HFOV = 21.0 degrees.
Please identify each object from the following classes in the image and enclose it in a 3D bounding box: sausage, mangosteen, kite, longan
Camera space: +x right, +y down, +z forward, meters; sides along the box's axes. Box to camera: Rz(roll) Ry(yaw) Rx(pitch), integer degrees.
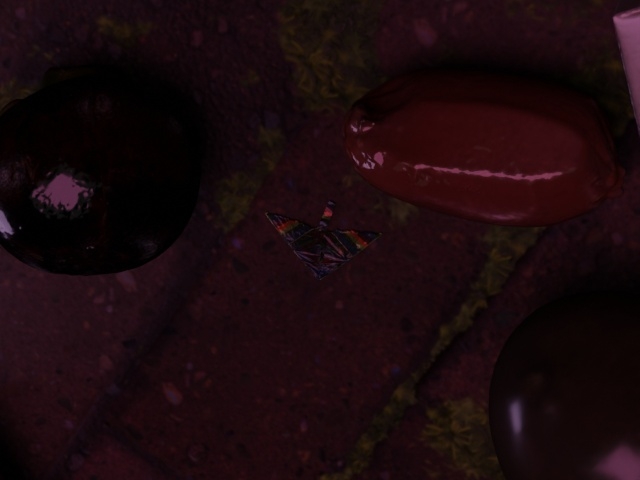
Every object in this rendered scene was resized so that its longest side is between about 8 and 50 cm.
[{"bbox_3d":[0.152,-0.085,1.569,0.254,0.148,0.148,13,116,17],"label":"sausage"},{"bbox_3d":[-0.219,-0.073,1.662,0.216,0.216,0.216,6,115,14],"label":"mangosteen"},{"bbox_3d":[0.000,0.000,1.726,0.122,0.004,0.090,15,117,10],"label":"kite"},{"bbox_3d":[0.279,0.171,1.583,0.258,0.258,0.258,6,115,14],"label":"longan"}]

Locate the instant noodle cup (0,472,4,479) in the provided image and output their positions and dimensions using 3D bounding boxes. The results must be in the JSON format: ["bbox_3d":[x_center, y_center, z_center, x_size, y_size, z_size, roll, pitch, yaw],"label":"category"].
[{"bbox_3d":[-0.440,0.274,1.877,0.216,0.216,0.172,-15,99,22],"label":"instant noodle cup"}]

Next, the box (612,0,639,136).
[{"bbox_3d":[0.334,-0.109,1.470,0.111,0.194,0.260,-12,110,21],"label":"box"}]
